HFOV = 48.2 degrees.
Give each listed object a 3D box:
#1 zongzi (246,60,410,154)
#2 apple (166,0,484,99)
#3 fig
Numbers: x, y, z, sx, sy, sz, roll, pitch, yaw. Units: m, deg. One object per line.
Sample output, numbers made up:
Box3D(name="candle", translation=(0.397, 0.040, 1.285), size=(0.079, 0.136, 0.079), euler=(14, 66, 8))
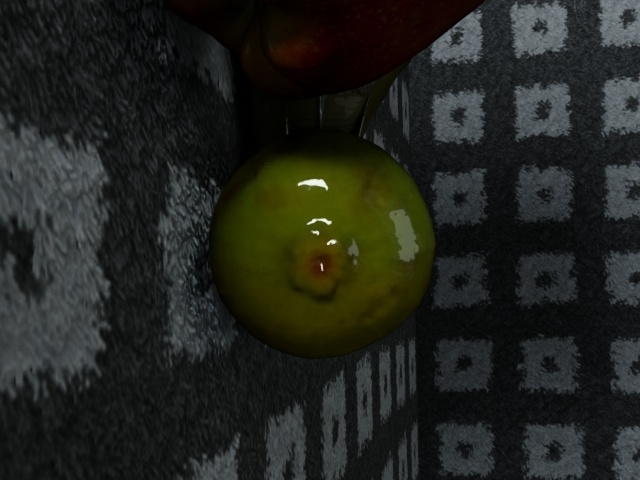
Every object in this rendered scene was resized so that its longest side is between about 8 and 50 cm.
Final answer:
Box3D(name="zongzi", translation=(0.057, -0.176, 0.793), size=(0.125, 0.275, 0.250), euler=(-138, -136, -65))
Box3D(name="apple", translation=(0.019, -0.275, 0.557), size=(0.316, 0.288, 0.288), euler=(-52, 153, -13))
Box3D(name="fig", translation=(-0.003, -0.007, 0.671), size=(0.230, 0.207, 0.207), euler=(-103, -179, -59))
